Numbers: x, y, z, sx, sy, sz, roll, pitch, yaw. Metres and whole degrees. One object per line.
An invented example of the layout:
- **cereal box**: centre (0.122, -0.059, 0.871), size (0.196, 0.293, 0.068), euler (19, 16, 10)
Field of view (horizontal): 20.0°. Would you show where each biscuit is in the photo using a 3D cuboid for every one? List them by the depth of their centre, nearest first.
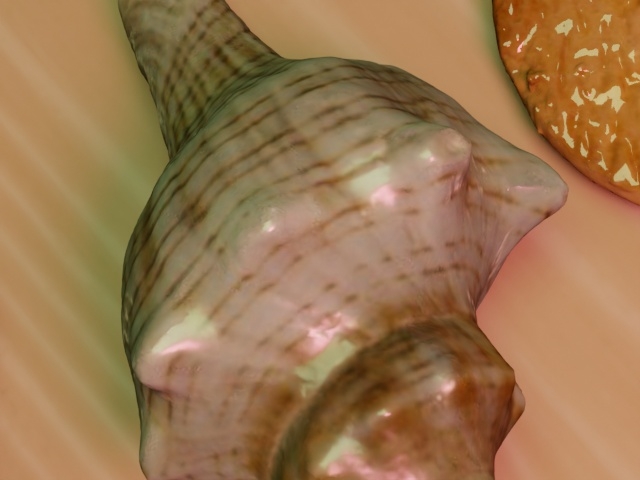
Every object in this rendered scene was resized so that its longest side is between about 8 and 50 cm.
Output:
- **biscuit**: centre (0.152, -0.113, 0.846), size (0.145, 0.033, 0.224), euler (2, 70, 12)

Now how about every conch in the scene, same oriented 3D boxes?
- **conch**: centre (0.004, -0.005, 0.764), size (0.203, 0.169, 0.386), euler (-8, 69, -21)
